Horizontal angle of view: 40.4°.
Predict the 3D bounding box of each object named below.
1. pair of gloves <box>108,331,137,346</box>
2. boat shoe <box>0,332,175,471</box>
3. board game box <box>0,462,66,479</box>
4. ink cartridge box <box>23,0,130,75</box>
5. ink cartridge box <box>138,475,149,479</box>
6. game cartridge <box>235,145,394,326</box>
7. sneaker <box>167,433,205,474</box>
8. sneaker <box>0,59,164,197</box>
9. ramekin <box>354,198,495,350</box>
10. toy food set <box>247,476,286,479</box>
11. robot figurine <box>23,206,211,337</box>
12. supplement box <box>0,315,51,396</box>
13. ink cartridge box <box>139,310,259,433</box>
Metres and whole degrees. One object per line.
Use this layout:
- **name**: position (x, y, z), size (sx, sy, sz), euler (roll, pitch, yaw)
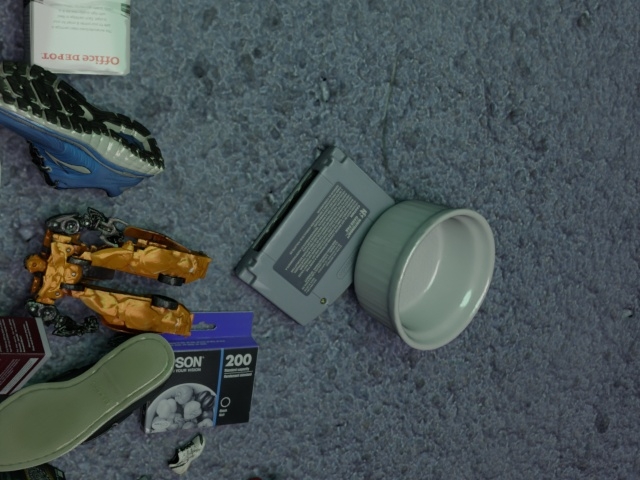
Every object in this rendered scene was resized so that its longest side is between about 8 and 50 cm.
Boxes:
- **pair of gloves**: position (-0.326, 0.193, 1.500), size (0.074, 0.010, 0.083), euler (-11, 106, -26)
- **boat shoe**: position (-0.387, 0.267, 1.404), size (0.340, 0.113, 0.127), euler (-34, 75, -14)
- **board game box**: position (-0.451, 0.399, 1.379), size (0.126, 0.186, 0.026), euler (40, 89, -29)
- **ink cartridge box**: position (-0.365, -0.354, 1.304), size (0.148, 0.086, 0.203), euler (-2, 104, -28)
- **ink cartridge box**: position (-0.397, 0.580, 1.524), size (0.332, 0.065, 0.165), euler (-35, 116, -19)
- **game cartridge**: position (0.000, 0.000, 1.609), size (0.198, 0.062, 0.297), euler (42, 80, -34)
- **sneaker**: position (-0.243, 0.384, 1.579), size (0.037, 0.032, 0.083), euler (42, 80, -30)
- **sneaker**: position (-0.389, -0.142, 1.290), size (0.147, 0.130, 0.330), euler (-39, 141, 18)
- **ramekin**: position (0.192, 0.056, 1.646), size (0.277, 0.135, 0.277), euler (-19, 120, -37)
- **toy food set**: position (-0.159, 0.502, 1.605), size (0.232, 0.111, 0.105), euler (-37, 116, -26)
- **robot figurine**: position (-0.335, 0.062, 1.415), size (0.291, 0.085, 0.211), euler (14, 94, -26)
- **supplement box**: position (-0.536, 0.170, 1.273), size (0.239, 0.073, 0.130), euler (9, 137, -49)
- **ink cartridge box**: position (-0.212, 0.231, 1.549), size (0.206, 0.045, 0.208), euler (1, 100, -32)
